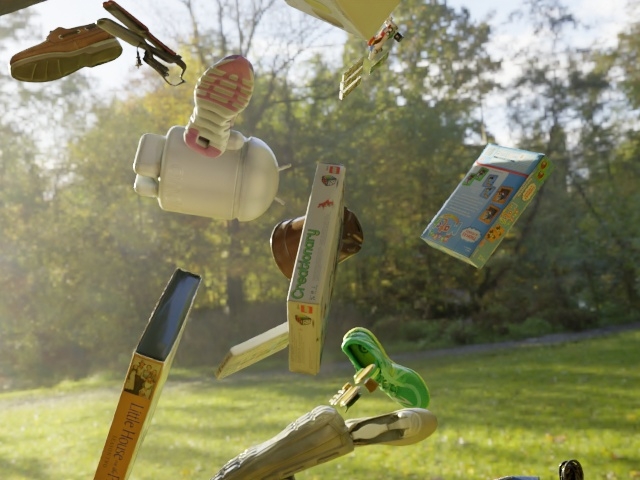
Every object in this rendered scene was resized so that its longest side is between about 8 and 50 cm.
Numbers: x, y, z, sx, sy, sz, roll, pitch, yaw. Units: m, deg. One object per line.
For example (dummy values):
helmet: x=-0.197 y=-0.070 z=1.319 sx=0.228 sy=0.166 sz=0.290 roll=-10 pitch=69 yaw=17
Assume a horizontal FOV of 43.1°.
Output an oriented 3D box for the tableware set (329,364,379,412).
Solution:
tableware set: x=0.069 y=0.263 z=1.447 sx=0.104 sy=0.024 sz=0.154 roll=-44 pitch=0 yaw=-14

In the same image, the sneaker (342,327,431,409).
sneaker: x=0.167 y=0.366 z=2.205 sx=0.109 sy=0.295 sz=0.123 roll=-55 pitch=-14 yaw=26

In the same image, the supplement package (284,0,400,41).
supplement package: x=0.017 y=-0.467 z=1.402 sx=0.244 sy=0.134 sz=0.139 roll=37 pitch=-1 yaw=43

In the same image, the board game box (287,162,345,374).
board game box: x=-0.004 y=0.043 z=1.353 sx=0.053 sy=0.305 sz=0.193 roll=7 pitch=-42 yaw=5

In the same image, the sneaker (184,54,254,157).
sneaker: x=-0.179 y=-0.261 z=1.481 sx=0.095 sy=0.105 sz=0.236 roll=26 pitch=-40 yaw=-8

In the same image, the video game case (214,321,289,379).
video game case: x=-0.114 y=0.200 z=1.509 sx=0.157 sy=0.019 sz=0.143 roll=-23 pitch=-16 yaw=-28

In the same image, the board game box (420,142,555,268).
board game box: x=0.280 y=-0.064 z=1.381 sx=0.039 sy=0.211 sz=0.160 roll=40 pitch=-4 yaw=-26

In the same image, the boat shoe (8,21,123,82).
boat shoe: x=-0.686 y=-0.504 z=2.153 sx=0.307 sy=0.104 sz=0.111 roll=-21 pitch=-14 yaw=-32

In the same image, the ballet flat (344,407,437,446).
ballet flat: x=0.162 y=0.436 z=1.878 sx=0.248 sy=0.086 sz=0.086 roll=-8 pitch=-2 yaw=-12

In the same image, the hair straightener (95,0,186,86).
hair straightener: x=-0.347 y=-0.367 z=1.592 sx=0.047 sy=0.089 sz=0.230 roll=-3 pitch=-27 yaw=37

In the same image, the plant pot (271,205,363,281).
plant pot: x=0.000 y=0.000 z=1.879 sx=0.167 sy=0.167 sz=0.165 roll=-3 pitch=-19 yaw=-46

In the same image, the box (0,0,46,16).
box: x=-0.710 y=-0.662 z=1.770 sx=0.343 sy=0.313 sz=0.179 roll=-23 pitch=-34 yaw=-13

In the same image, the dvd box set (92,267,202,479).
dvd box set: x=-0.346 y=0.300 z=1.587 sx=0.062 sy=0.421 sz=0.308 roll=20 pitch=26 yaw=-5

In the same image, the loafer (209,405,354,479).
loafer: x=-0.085 y=0.436 z=1.545 sx=0.319 sy=0.111 sz=0.112 roll=-31 pitch=1 yaw=5

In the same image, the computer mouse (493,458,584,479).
computer mouse: x=0.295 y=0.441 z=1.232 sx=0.262 sy=0.184 sz=0.060 roll=-7 pitch=6 yaw=-31

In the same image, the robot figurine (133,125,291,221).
robot figurine: x=-0.249 y=-0.153 z=1.888 sx=0.353 sy=0.200 sz=0.300 roll=7 pitch=-33 yaw=-4

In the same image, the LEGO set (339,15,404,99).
LEGO set: x=0.132 y=-0.506 z=2.197 sx=0.244 sy=0.060 sz=0.182 roll=-43 pitch=-8 yaw=-7
